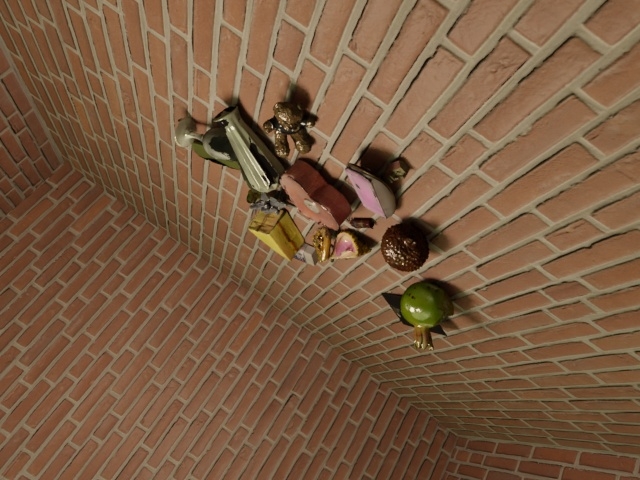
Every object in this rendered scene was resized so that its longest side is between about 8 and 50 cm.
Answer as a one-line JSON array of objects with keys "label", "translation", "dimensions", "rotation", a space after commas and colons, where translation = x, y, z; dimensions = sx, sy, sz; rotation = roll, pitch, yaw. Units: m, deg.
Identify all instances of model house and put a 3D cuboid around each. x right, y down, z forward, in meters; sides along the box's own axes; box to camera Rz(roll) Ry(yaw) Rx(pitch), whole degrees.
[{"label": "model house", "translation": [0.249, -0.236, 1.526], "dimensions": [0.058, 0.057, 0.083], "rotation": [42, 156, -25]}]

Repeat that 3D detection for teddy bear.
[{"label": "teddy bear", "translation": [-0.116, -0.405, 1.597], "dimensions": [0.251, 0.182, 0.129], "rotation": [98, 150, -63]}]

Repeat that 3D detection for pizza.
[{"label": "pizza", "translation": [0.000, 0.000, 2.132], "dimensions": [0.069, 0.226, 0.147], "rotation": [3, 123, -16]}]

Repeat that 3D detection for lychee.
[{"label": "lychee", "translation": [0.326, 0.028, 1.745], "dimensions": [0.200, 0.200, 0.238], "rotation": [31, 167, 7]}]

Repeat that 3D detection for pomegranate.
[{"label": "pomegranate", "translation": [0.459, 0.332, 1.995], "dimensions": [0.236, 0.301, 0.236], "rotation": [13, 170, 2]}]

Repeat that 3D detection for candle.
[{"label": "candle", "translation": [-0.015, -0.176, 1.876], "dimensions": [0.317, 0.131, 0.287], "rotation": [43, 162, 4]}]

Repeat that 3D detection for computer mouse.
[{"label": "computer mouse", "translation": [0.186, -0.185, 1.637], "dimensions": [0.158, 0.071, 0.310], "rotation": [33, 170, 32]}]

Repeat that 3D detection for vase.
[{"label": "vase", "translation": [-0.284, -0.368, 1.835], "dimensions": [0.165, 0.165, 0.360], "rotation": [6, 139, 45]}]

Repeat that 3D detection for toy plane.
[{"label": "toy plane", "translation": [-0.263, -0.163, 2.160], "dimensions": [0.268, 0.088, 0.212], "rotation": [-14, 155, 43]}]

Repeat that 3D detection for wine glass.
[{"label": "wine glass", "translation": [-0.480, -0.437, 1.961], "dimensions": [0.322, 0.143, 0.143], "rotation": [19, 151, 24]}]

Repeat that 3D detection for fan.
[{"label": "fan", "translation": [-0.331, -0.311, 1.901], "dimensions": [0.010, 0.182, 0.310], "rotation": [-14, 161, 20]}]

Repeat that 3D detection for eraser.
[{"label": "eraser", "translation": [-0.116, 0.054, 2.462], "dimensions": [0.210, 0.067, 0.124], "rotation": [22, 151, 23]}]

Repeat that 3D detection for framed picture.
[{"label": "framed picture", "translation": [0.470, 0.373, 2.298], "dimensions": [0.244, 0.013, 0.324], "rotation": [53, 158, -20]}]

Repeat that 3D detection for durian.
[{"label": "durian", "translation": [0.138, 0.038, 2.056], "dimensions": [0.165, 0.132, 0.182], "rotation": [26, 151, -1]}]

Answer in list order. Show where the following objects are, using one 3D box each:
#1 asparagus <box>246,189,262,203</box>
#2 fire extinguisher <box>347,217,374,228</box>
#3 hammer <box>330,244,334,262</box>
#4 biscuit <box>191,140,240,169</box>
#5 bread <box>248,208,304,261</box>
[{"label": "asparagus", "translation": [-0.298, -0.241, 2.156], "dimensions": [0.080, 0.080, 0.287], "rotation": [41, 160, -13]}, {"label": "fire extinguisher", "translation": [0.170, -0.075, 1.928], "dimensions": [0.132, 0.039, 0.056], "rotation": [4, 132, 47]}, {"label": "hammer", "translation": [0.069, 0.075, 2.337], "dimensions": [0.062, 0.017, 0.182], "rotation": [29, 156, 11]}, {"label": "biscuit", "translation": [-0.480, -0.402, 2.130], "dimensions": [0.323, 0.038, 0.099], "rotation": [22, 149, 26]}, {"label": "bread", "translation": [-0.226, -0.033, 2.323], "dimensions": [0.163, 0.167, 0.264], "rotation": [16, 150, 36]}]
